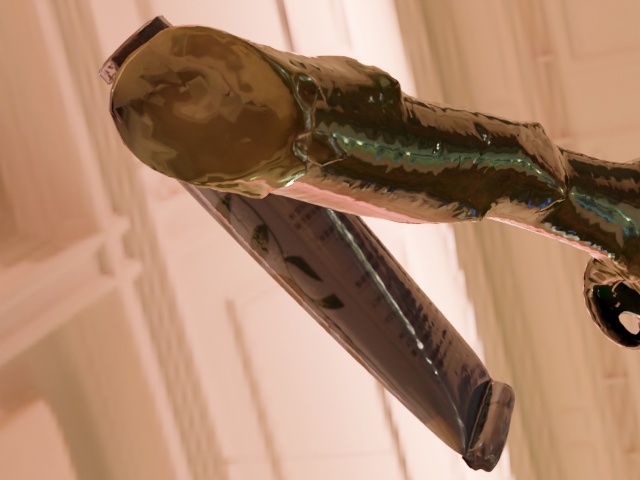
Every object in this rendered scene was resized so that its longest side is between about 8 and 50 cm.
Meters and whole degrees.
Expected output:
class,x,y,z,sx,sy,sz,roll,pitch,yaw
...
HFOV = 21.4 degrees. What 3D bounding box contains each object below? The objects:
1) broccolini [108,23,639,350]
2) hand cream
class,x,y,z,sx,sy,sz,roll,pitch,yaw
broccolini,0.081,0.011,0.480,0.392,0.074,0.078,9,-74,-58
hand cream,0.000,0.000,0.787,0.256,0.055,0.088,45,-159,-5
